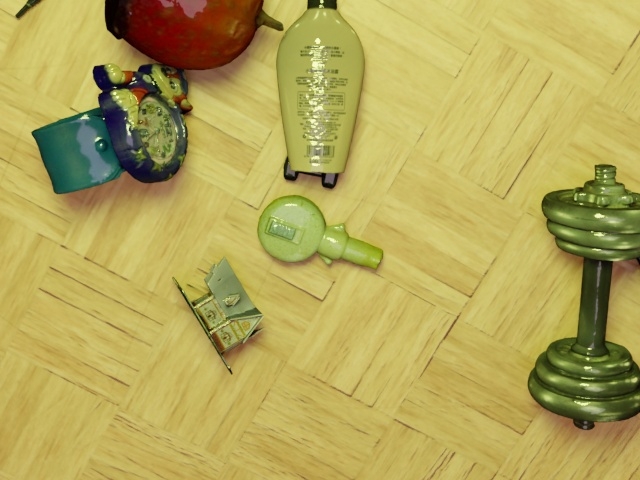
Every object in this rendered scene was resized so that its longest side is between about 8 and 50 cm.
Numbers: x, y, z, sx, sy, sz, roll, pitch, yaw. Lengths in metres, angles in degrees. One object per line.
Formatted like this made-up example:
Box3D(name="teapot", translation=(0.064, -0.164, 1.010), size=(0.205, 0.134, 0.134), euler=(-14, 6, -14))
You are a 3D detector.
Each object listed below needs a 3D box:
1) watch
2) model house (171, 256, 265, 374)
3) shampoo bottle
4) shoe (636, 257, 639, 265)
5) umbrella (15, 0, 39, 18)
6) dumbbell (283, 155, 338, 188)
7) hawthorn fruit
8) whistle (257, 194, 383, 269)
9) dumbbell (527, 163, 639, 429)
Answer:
Box3D(name="watch", translation=(-0.298, -0.151, 1.301), size=(0.200, 0.196, 0.171), euler=(-13, 95, 25))
Box3D(name="model house", translation=(-0.146, 0.108, 1.406), size=(0.088, 0.117, 0.167), euler=(-32, 102, -9))
Box3D(name="shampoo bottle", translation=(-0.001, -0.226, 1.315), size=(0.127, 0.078, 0.256), euler=(3, 96, 1))
Box3D(name="shoe", translation=(0.525, 0.039, 1.414), size=(0.071, 0.049, 0.179), euler=(-29, 84, 2))
Box3D(name="umbrella", translation=(-0.345, -0.412, 1.295), size=(0.269, 0.044, 0.044), euler=(-39, 71, 9))
Box3D(name="dumbbell", translation=(-0.015, -0.104, 1.377), size=(0.083, 0.036, 0.040), euler=(11, 104, -3))
Box3D(name="hawthorn fruit", translation=(-0.165, -0.336, 1.232), size=(0.250, 0.215, 0.215), euler=(19, 104, -4))
Box3D(name="whistle", translation=(0.000, 0.000, 1.393), size=(0.198, 0.057, 0.104), euler=(21, 104, -4))
Box3D(name="dumbbell", translation=(0.405, 0.089, 1.357), size=(0.179, 0.179, 0.406), euler=(0, 104, 0))
